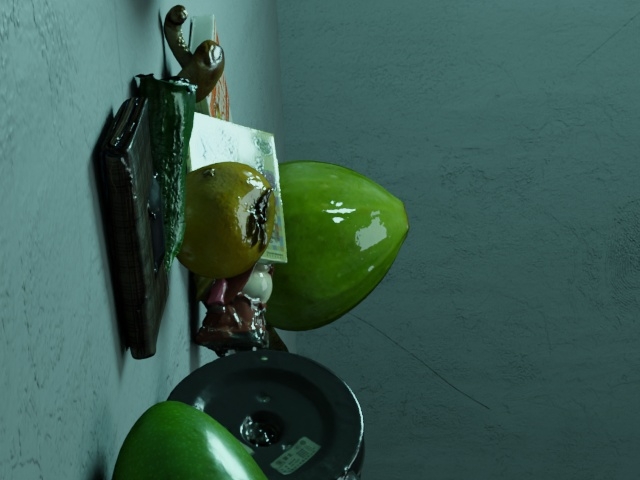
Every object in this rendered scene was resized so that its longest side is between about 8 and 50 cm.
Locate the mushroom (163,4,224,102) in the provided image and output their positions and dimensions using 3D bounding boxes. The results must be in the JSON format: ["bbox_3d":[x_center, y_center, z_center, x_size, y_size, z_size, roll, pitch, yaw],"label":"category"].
[{"bbox_3d":[-0.153,-0.221,1.508,0.088,0.073,0.129,-50,148,-37],"label":"mushroom"}]

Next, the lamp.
[{"bbox_3d":[-0.119,0.032,1.715,0.118,0.118,0.253,80,10,-75],"label":"lamp"}]

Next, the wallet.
[{"bbox_3d":[-0.175,-0.011,1.201,0.124,0.042,0.230,-83,170,-59],"label":"wallet"}]

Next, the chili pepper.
[{"bbox_3d":[-0.168,-0.060,1.322,0.088,0.059,0.227,-5,98,-83],"label":"chili pepper"}]

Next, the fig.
[{"bbox_3d":[0.000,0.000,2.162,0.316,0.316,0.316,-1,90,-88],"label":"fig"}]

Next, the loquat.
[{"bbox_3d":[-0.119,-0.027,1.468,0.141,0.141,0.141,-1,90,-88],"label":"loquat"}]

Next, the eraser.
[{"bbox_3d":[-0.157,-0.186,1.786,0.230,0.038,0.157,84,5,-53],"label":"eraser"}]

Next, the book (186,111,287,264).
[{"bbox_3d":[-0.114,-0.068,1.665,0.168,0.013,0.192,12,65,-47],"label":"book"}]

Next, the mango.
[{"bbox_3d":[-0.098,0.325,1.081,0.225,0.201,0.382,47,29,-73],"label":"mango"}]

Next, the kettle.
[{"bbox_3d":[-0.035,0.335,1.450,0.228,0.321,0.324,-43,149,-40],"label":"kettle"}]

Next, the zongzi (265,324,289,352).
[{"bbox_3d":[-0.108,0.256,2.279,0.247,0.111,0.241,-53,125,-77],"label":"zongzi"}]
